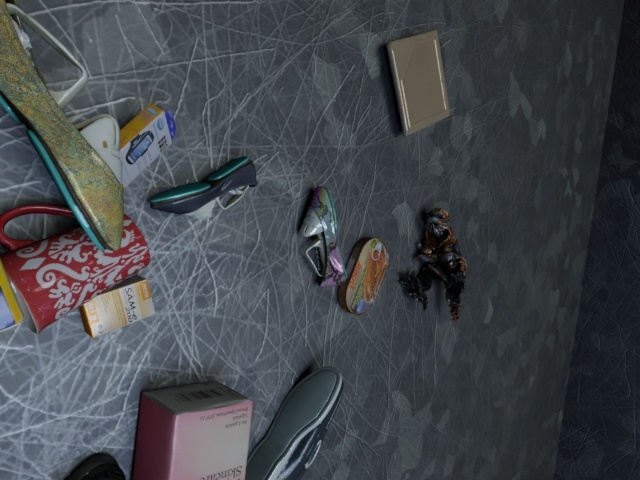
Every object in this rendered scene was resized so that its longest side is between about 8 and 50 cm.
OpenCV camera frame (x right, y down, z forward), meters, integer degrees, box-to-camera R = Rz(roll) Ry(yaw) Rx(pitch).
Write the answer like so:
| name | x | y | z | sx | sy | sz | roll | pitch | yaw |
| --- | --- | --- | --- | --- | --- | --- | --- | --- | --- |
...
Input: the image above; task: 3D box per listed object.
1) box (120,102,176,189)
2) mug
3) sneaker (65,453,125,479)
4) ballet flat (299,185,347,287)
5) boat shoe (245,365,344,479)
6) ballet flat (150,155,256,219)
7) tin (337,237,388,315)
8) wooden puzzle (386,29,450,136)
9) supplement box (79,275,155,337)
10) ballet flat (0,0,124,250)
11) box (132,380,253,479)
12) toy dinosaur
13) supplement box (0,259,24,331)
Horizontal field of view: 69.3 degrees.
| name | x | y | z | sx | sy | sz | roll | pitch | yaw |
| --- | --- | --- | --- | --- | --- | --- | --- | --- | --- |
| box | -0.271 | -0.142 | 0.691 | 0.028 | 0.081 | 0.136 | 32 | 65 | 6 |
| mug | -0.336 | 0.019 | 0.628 | 0.169 | 0.113 | 0.150 | -33 | 124 | -39 |
| sneaker | -0.365 | 0.426 | 0.646 | 0.227 | 0.130 | 0.087 | -44 | 121 | -27 |
| ballet flat | 0.000 | 0.000 | 0.972 | 0.079 | 0.077 | 0.221 | -18 | 109 | -20 |
| boat shoe | -0.045 | 0.402 | 0.958 | 0.302 | 0.114 | 0.091 | -49 | 125 | -13 |
| ballet flat | -0.186 | -0.077 | 0.784 | 0.203 | 0.074 | 0.074 | -35 | 118 | -37 |
| tin | 0.101 | 0.083 | 1.094 | 0.106 | 0.040 | 0.189 | 36 | 71 | -44 |
| wooden puzzle | 0.245 | -0.396 | 1.163 | 0.239 | 0.044 | 0.221 | -33 | 117 | -40 |
| supplement box | -0.312 | 0.100 | 0.711 | 0.098 | 0.036 | 0.062 | -21 | 110 | -40 |
| ballet flat | -0.320 | -0.153 | 0.567 | 0.123 | 0.123 | 0.348 | -39 | 102 | -32 |
| box | -0.215 | 0.371 | 0.771 | 0.149 | 0.127 | 0.232 | 6 | 89 | -44 |
| toy dinosaur | 0.344 | 0.079 | 1.252 | 0.322 | 0.164 | 0.218 | 54 | 41 | -9 |
| supplement box | -0.467 | -0.059 | 0.438 | 0.195 | 0.194 | 0.356 | -25 | 112 | -39 |
